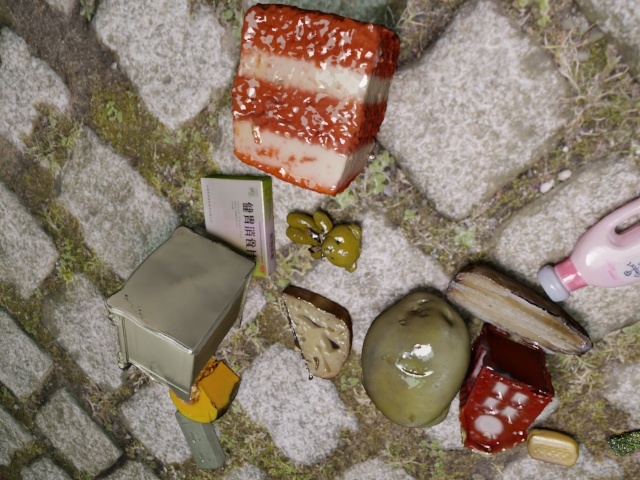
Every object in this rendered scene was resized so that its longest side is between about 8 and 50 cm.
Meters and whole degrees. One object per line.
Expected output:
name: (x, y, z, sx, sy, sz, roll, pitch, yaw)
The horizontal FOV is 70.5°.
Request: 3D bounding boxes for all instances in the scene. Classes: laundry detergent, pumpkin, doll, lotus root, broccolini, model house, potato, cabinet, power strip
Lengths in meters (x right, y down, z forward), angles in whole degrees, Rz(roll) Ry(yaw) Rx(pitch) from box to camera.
laundry detergent: (0.609, 0.017, 0.909, 0.335, 0.088, 0.159, -34, 94, 26)
pumpkin: (-0.346, 0.402, 1.352, 0.189, 0.139, 0.281, 12, 115, 19)
doll: (0.000, 0.000, 1.114, 0.209, 0.097, 0.137, 17, 119, 19)
lotus root: (0.004, 0.243, 1.210, 0.170, 0.074, 0.261, -7, 105, 21)
broccolini: (0.774, 0.431, 1.025, 0.239, 0.051, 0.054, -34, 86, 24)
model house: (0.399, 0.359, 1.046, 0.159, 0.196, 0.254, 20, 115, 10)
lotus root: (0.450, 0.147, 1.012, 0.329, 0.078, 0.167, 29, 152, 6)
potato: (0.214, 0.287, 1.069, 0.243, 0.221, 0.327, 19, 118, 10)
cabinet: (-0.348, 0.191, 1.151, 0.227, 0.290, 0.318, 27, 137, 5)
power strip: (-0.405, 0.628, 1.502, 0.093, 0.053, 0.288, -13, 105, 23)

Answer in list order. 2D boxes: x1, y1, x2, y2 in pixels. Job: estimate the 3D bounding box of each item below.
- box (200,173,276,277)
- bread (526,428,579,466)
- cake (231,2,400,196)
box: (-0.212, -0.040, 1.189, 0.175, 0.062, 0.261, 5, 110, 18)
bread: (0.569, 0.503, 1.114, 0.115, 0.056, 0.082, -2, 104, 25)
cake: (-0.012, -0.282, 0.916, 0.269, 0.269, 0.320, 18, 112, 12)
